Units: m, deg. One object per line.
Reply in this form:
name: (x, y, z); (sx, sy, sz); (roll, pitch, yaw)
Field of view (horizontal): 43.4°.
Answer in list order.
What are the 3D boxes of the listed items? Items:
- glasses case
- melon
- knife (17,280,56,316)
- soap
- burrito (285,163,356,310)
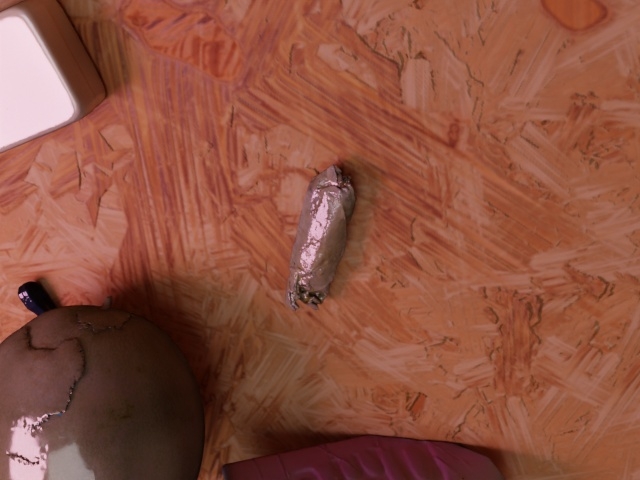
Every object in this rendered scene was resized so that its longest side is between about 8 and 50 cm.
glasses case: (-0.397, -0.153, 0.887); (0.312, 0.070, 0.131); (-17, 113, 21)
melon: (-0.269, 0.227, 0.952); (0.268, 0.268, 0.330); (5, 101, 10)
knife: (-0.346, 0.102, 1.035); (0.018, 0.031, 0.121); (-22, 112, 20)
soap: (0.057, 0.332, 0.973); (0.323, 0.193, 0.109); (-7, 115, -14)
burrito: (0.000, 0.001, 0.893); (0.058, 0.045, 0.188); (13, 118, -2)
